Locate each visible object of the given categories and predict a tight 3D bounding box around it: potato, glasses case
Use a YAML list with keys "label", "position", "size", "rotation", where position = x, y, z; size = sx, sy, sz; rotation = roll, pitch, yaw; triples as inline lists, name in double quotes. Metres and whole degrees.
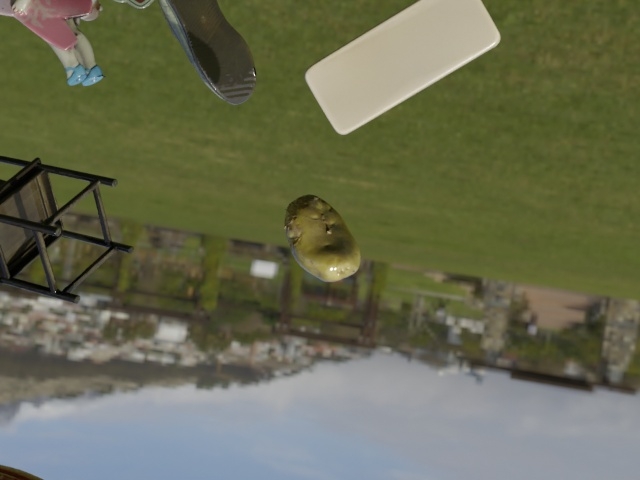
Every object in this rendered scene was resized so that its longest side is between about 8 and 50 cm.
- label: "potato"
  position: [0.000, 0.000, 1.656]
  size: [0.092, 0.138, 0.070]
  rotation: [-11, 153, -31]
- label: "glasses case"
  position: [0.144, -0.327, 2.106]
  size: [0.336, 0.144, 0.076]
  rotation: [-29, -174, 9]

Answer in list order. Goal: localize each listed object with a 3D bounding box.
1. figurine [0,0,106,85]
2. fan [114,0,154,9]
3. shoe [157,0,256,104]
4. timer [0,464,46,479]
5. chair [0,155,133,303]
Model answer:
- label: "figurine"
  position: [-0.339, -0.324, 1.535]
  size: [0.103, 0.260, 0.205]
  rotation: [-31, 174, 35]
- label: "fan"
  position: [-0.252, -0.435, 1.682]
  size: [0.132, 0.220, 0.009]
  rotation: [29, 169, -3]
- label: "shoe"
  position: [-0.203, -0.357, 2.033]
  size: [0.103, 0.274, 0.098]
  rotation: [-30, -169, -24]
- label: "timer"
  position: [-0.392, 0.433, 1.308]
  size: [0.378, 0.378, 0.279]
  rotation: [9, -174, 6]
- label: "chair"
  position: [-0.418, -0.026, 1.662]
  size: [0.260, 0.141, 0.154]
  rotation: [13, -141, 27]
